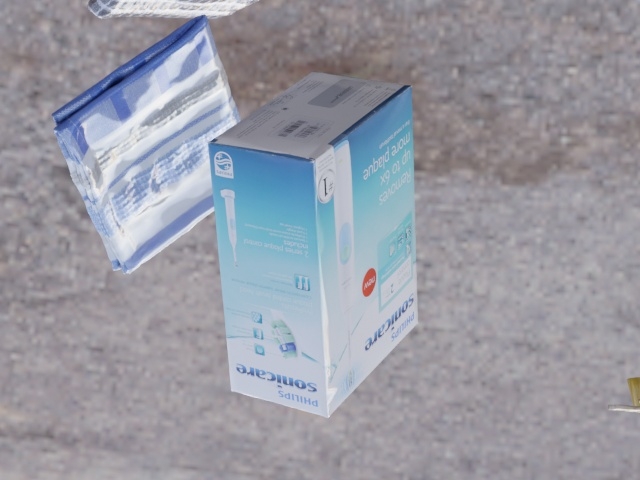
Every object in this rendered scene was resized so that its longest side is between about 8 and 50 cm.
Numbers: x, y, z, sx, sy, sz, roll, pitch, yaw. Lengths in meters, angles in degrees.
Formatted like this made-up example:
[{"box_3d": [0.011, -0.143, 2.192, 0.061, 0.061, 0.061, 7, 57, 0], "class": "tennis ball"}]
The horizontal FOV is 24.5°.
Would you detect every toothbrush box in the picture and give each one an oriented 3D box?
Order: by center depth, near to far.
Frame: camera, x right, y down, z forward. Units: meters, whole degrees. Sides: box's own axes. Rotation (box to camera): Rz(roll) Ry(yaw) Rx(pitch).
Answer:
[{"box_3d": [0.000, 0.000, 1.548, 0.126, 0.216, 0.296, 13, 120, 27], "class": "toothbrush box"}]

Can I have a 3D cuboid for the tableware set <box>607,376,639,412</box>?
[{"box_3d": [0.242, 0.078, 0.815, 0.154, 0.024, 0.104, -9, 168, 29], "class": "tableware set"}]

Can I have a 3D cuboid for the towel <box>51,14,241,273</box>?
[{"box_3d": [-0.174, -0.097, 1.615, 0.034, 0.209, 0.285, 44, 162, 30], "class": "towel"}]

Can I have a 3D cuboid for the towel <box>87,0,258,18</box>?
[{"box_3d": [-0.112, -0.328, 1.642, 0.235, 0.121, 0.283, -12, 178, 37], "class": "towel"}]
